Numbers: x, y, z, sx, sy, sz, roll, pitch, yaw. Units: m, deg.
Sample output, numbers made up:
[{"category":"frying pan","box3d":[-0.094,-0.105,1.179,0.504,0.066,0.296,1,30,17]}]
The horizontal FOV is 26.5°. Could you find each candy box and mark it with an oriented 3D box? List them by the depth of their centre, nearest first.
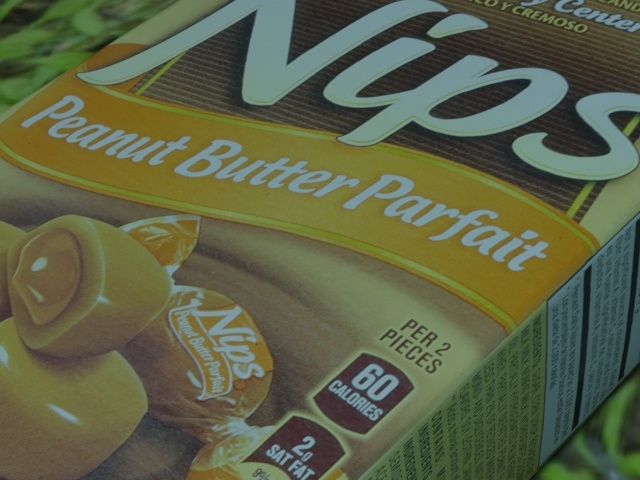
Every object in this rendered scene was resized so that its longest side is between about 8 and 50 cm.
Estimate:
[{"category":"candy box","box3d":[0.000,0.000,0.426,0.183,0.087,0.316,30,55,32]}]
